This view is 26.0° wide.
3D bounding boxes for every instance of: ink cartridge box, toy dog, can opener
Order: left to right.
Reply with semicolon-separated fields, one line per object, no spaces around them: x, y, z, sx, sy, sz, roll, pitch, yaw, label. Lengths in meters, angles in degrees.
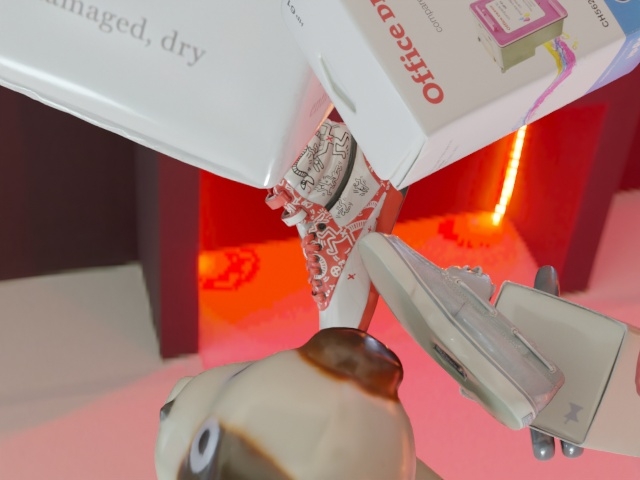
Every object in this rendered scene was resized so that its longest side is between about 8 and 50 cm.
-0.001;0.255;1.196;0.395;0.408;0.284;21;-117;33;toy dog
0.059;-0.088;0.531;0.122;0.052;0.088;-28;-102;-19;ink cartridge box
0.294;0.161;1.838;0.074;0.093;0.280;-7;-130;6;can opener

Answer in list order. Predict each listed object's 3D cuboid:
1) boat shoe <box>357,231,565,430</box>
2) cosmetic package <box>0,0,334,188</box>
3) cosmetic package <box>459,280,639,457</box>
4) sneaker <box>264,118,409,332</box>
0.130;0.068;1.271;0.081;0.079;0.227;-39;-103;-17;boat shoe
-0.072;-0.304;0.675;0.327;0.393;0.329;22;-153;4;cosmetic package
0.294;0.143;1.450;0.153;0.129;0.296;22;-178;35;cosmetic package
0.000;-0.001;1.520;0.145;0.270;0.090;16;-178;-13;sneaker
